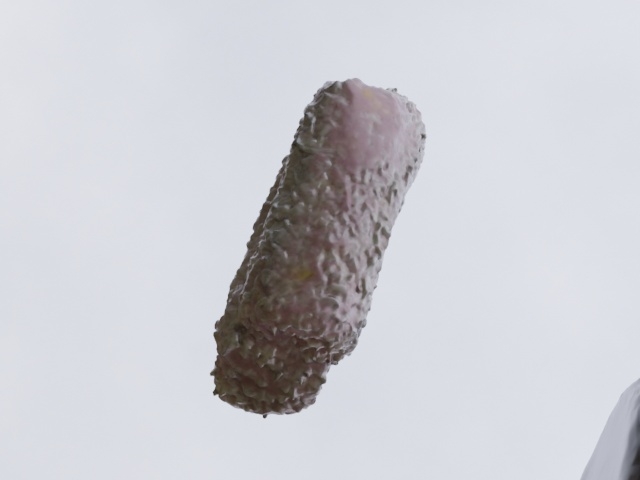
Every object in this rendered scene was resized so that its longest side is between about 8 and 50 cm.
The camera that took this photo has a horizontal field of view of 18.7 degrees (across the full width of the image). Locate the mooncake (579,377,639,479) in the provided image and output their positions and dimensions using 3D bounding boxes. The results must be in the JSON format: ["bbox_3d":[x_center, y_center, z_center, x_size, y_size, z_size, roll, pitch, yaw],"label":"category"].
[{"bbox_3d":[0.296,0.295,1.577,0.350,0.212,0.381,93,11,-54],"label":"mooncake"}]

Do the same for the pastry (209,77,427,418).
[{"bbox_3d":[0.000,0.001,1.401,0.112,0.103,0.265,106,4,-82],"label":"pastry"}]
